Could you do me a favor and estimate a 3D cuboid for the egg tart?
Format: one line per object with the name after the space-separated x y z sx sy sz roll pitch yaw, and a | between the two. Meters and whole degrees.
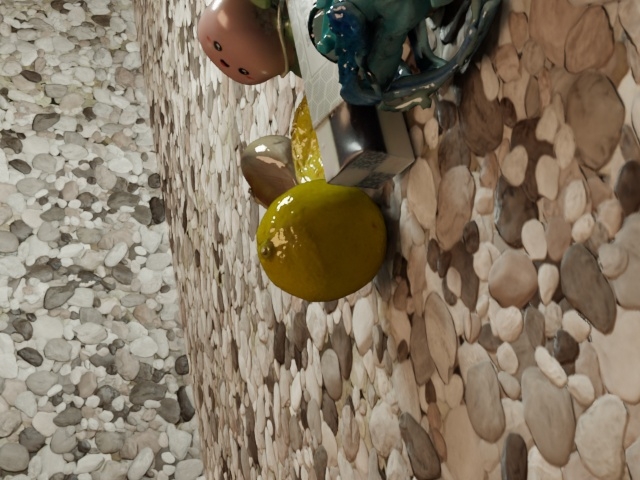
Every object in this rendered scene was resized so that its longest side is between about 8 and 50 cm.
0.013 -0.151 1.288 0.191 0.074 0.191 177 90 -70 | egg tart

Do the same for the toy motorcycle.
0.088 -0.265 0.920 0.206 0.154 0.260 36 146 7 | toy motorcycle

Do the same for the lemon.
0.000 0.000 1.172 0.178 0.203 0.178 14 108 49 | lemon

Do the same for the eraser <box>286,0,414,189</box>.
0.030 -0.272 1.163 0.096 0.098 0.403 -37 56 47 | eraser

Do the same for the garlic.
-0.074 -0.129 1.528 0.128 0.148 0.266 -57 14 -6 | garlic

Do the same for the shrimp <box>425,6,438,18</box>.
0.126 -0.365 0.988 0.132 0.052 0.187 13 113 58 | shrimp

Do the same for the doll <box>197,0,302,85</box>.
-0.090 -0.373 1.352 0.216 0.284 0.268 -53 20 -15 | doll
